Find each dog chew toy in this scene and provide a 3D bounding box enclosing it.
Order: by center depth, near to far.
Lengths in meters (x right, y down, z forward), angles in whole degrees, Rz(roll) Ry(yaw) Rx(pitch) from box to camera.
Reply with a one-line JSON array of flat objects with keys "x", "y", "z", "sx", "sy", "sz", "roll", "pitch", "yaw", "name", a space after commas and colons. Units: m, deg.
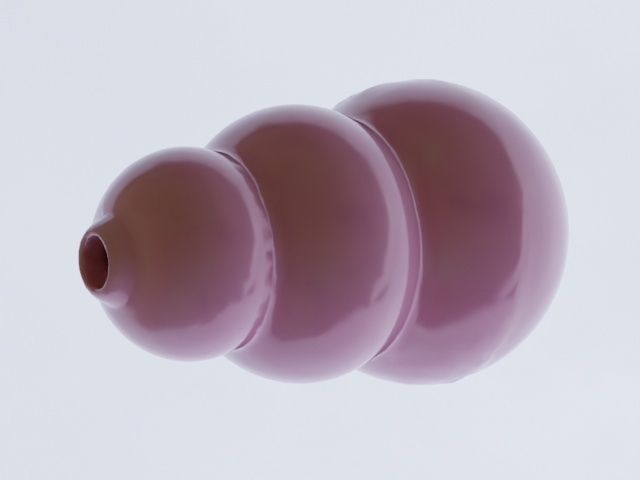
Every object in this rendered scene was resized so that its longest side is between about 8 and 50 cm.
[{"x": 0.000, "y": 0.000, "z": 1.008, "sx": 0.206, "sy": 0.331, "sz": 0.207, "roll": 9, "pitch": -79, "yaw": 53, "name": "dog chew toy"}]
